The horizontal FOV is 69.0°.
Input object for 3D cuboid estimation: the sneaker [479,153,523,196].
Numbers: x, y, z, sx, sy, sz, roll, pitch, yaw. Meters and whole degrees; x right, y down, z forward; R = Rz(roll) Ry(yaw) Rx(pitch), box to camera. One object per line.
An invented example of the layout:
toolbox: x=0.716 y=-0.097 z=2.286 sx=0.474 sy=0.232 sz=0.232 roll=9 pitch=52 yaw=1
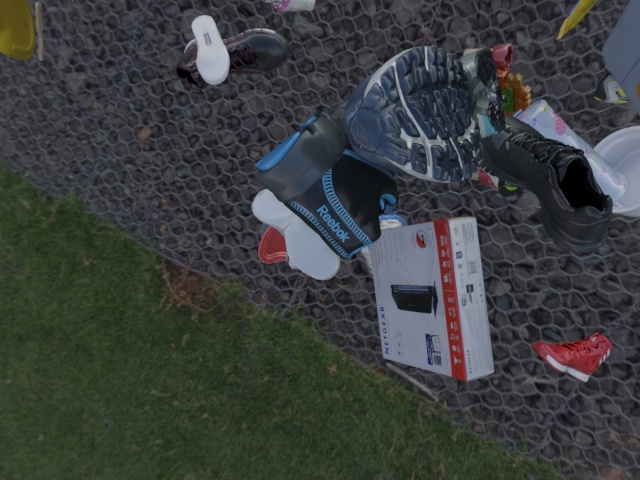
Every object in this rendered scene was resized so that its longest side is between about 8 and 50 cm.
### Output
sneaker: x=0.556 y=-0.262 z=1.487 sx=0.111 sy=0.300 sz=0.121 roll=-29 pitch=45 yaw=16

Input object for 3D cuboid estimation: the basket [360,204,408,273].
basket: x=0.247 y=-0.033 z=1.796 sx=0.201 sy=0.255 sz=0.289 roll=0 pitch=53 yaw=24

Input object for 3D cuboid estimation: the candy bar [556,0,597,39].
candy bar: x=0.339 y=-0.310 z=0.560 sx=0.018 sy=0.161 sz=0.040 roll=30 pitch=73 yaw=5

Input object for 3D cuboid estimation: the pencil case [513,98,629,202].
pencil case: x=0.523 y=-0.176 z=0.999 sx=0.273 sy=0.124 sz=0.113 roll=41 pitch=128 yaw=-4

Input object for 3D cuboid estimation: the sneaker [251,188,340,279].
sneaker: x=-0.026 y=-0.011 z=0.795 sx=0.080 sy=0.094 sz=0.212 roll=-49 pitch=57 yaw=9

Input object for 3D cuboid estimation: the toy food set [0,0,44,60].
toy food set: x=-0.586 y=-0.400 z=0.853 sx=0.071 sy=0.218 sz=0.128 roll=0 pitch=104 yaw=-10

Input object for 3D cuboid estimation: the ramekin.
ramekin: x=0.991 y=-0.205 z=1.466 sx=0.135 sy=0.277 sz=0.277 roll=14 pitch=102 yaw=-26

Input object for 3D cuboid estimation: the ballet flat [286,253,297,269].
ballet flat: x=0.000 y=0.000 z=1.126 sx=0.077 sy=0.241 sz=0.091 roll=15 pitch=129 yaw=18

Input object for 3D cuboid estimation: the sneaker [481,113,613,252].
sneaker: x=0.368 y=-0.121 z=0.754 sx=0.109 sy=0.130 sz=0.286 roll=-31 pitch=61 yaw=-1

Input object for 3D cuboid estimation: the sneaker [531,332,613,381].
sneaker: x=0.624 y=0.261 z=1.148 sx=0.128 sy=0.221 sz=0.087 roll=-55 pitch=34 yaw=16

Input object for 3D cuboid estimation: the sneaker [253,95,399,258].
sneaker: x=0.031 y=-0.092 z=0.588 sx=0.125 sy=0.341 sz=0.139 roll=-32 pitch=102 yaw=29

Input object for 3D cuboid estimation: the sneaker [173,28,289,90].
sneaker: x=-0.219 y=-0.407 z=1.095 sx=0.281 sy=0.162 sz=0.106 roll=1 pitch=136 yaw=21

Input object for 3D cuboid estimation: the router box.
router box: x=0.244 y=0.128 z=1.089 sx=0.301 sy=0.082 sz=0.335 roll=-10 pitch=87 yaw=63

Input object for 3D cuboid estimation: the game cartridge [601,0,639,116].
game cartridge: x=0.384 y=-0.139 z=0.428 sx=0.062 sy=0.198 sz=0.297 roll=-22 pitch=70 yaw=8

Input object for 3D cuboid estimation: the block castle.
block castle: x=0.610 y=-0.440 z=1.680 sx=0.213 sy=0.453 sz=0.303 roll=17 pitch=66 yaw=35

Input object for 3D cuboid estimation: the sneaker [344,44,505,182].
sneaker: x=0.088 y=-0.108 z=0.444 sx=0.122 sy=0.283 sz=0.110 roll=-11 pitch=101 yaw=36

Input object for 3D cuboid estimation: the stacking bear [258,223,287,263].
stacking bear: x=-0.135 y=-0.023 z=1.614 sx=0.175 sy=0.289 sz=0.164 roll=8 pitch=98 yaw=-14

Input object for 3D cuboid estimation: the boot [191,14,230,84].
boot: x=-0.223 y=-0.381 z=0.986 sx=0.069 sy=0.086 sz=0.190 roll=-14 pitch=64 yaw=0

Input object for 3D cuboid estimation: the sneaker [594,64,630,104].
sneaker: x=0.580 y=-0.292 z=0.798 sx=0.147 sy=0.385 sz=0.145 roll=33 pitch=114 yaw=22

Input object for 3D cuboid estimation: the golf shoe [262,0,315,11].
golf shoe: x=-0.123 y=-0.848 z=1.579 sx=0.306 sy=0.140 sz=0.115 roll=59 pitch=140 yaw=37
